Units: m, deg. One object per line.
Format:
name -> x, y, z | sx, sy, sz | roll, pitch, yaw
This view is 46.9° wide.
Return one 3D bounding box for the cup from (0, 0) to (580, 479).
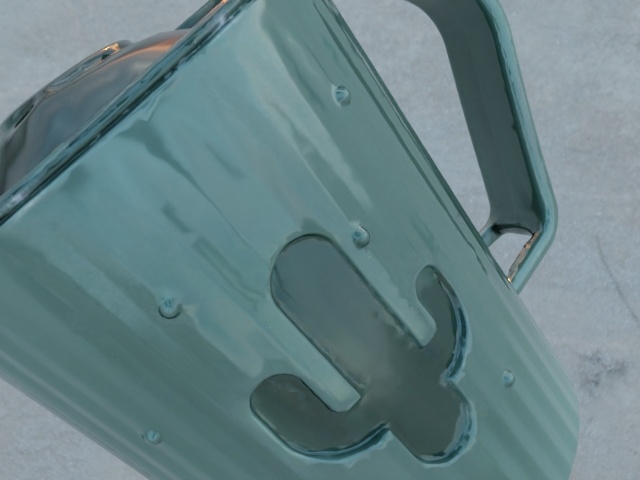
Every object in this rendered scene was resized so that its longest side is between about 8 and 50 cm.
cup -> -0.001, 0.012, 0.503 | 0.401, 0.392, 0.310 | -36, 21, 14
